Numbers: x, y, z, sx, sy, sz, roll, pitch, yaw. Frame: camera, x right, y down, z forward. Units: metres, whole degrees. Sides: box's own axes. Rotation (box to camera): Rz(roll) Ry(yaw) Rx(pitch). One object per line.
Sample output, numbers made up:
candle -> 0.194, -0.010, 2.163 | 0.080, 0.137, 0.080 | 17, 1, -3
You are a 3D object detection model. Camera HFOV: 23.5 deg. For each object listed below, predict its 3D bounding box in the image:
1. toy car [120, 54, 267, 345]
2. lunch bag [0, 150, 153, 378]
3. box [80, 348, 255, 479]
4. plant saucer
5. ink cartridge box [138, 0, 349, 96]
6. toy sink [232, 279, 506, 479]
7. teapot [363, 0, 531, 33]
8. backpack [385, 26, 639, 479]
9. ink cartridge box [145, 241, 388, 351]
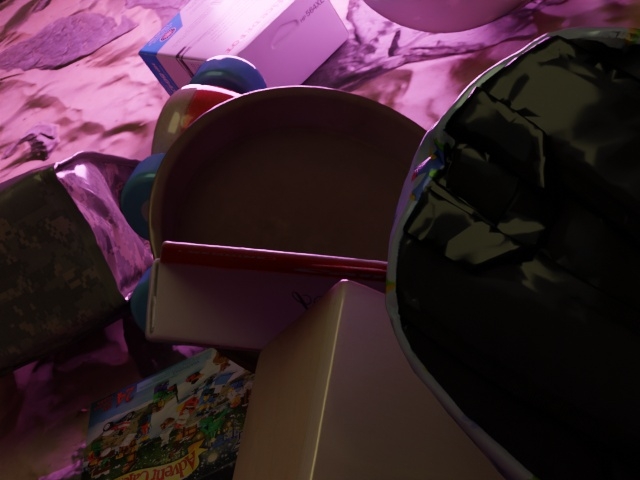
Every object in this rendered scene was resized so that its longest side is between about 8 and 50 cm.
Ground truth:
toy car -> -0.026, -0.028, 1.356 | 0.237, 0.210, 0.219 | 8, 35, 12
lunch bag -> -0.272, 0.025, 1.478 | 0.235, 0.169, 0.287 | -27, 5, 13
box -> -0.085, 0.151, 1.245 | 0.233, 0.044, 0.159 | -26, 31, 14
plant saucer -> 0.000, 0.000, 1.214 | 0.278, 0.278, 0.041 | -56, -5, -33
ink cartridge box -> -0.089, -0.224, 1.743 | 0.148, 0.086, 0.203 | -46, 33, -19
toy sink -> 0.073, 0.153, 0.954 | 0.131, 0.234, 0.153 | -44, 29, 51
teapot -> 0.160, -0.311, 1.544 | 0.252, 0.187, 0.256 | -32, 51, 43
backpack -> 0.200, 0.048, 0.779 | 0.290, 0.355, 0.273 | -61, 3, 7
ink cartridge box -> 0.023, 0.050, 1.020 | 0.275, 0.060, 0.239 | 5, -4, -7
